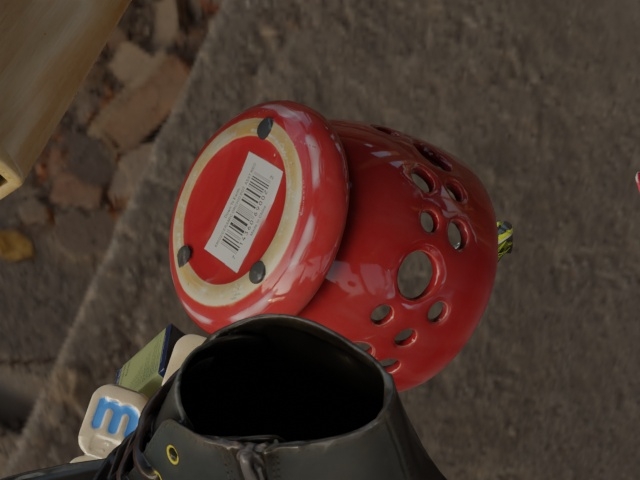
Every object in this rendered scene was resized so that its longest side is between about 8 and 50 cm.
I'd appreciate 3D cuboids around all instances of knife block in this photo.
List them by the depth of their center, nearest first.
[{"bbox_3d":[-0.180,-0.162,0.939,0.242,0.088,0.276,-48,23,-4],"label":"knife block"}]

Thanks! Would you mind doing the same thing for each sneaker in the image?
[{"bbox_3d":[-0.054,0.078,0.467,0.222,0.118,0.083,-4,39,26],"label":"sneaker"},{"bbox_3d":[0.155,0.015,1.390,0.083,0.035,0.031,-30,34,-13],"label":"sneaker"}]

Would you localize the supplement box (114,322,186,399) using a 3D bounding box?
[{"bbox_3d":[-0.159,0.144,1.422,0.056,0.083,0.083,41,22,-20],"label":"supplement box"}]

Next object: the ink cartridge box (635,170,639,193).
[{"bbox_3d":[0.326,0.011,0.942,0.231,0.078,0.134,11,55,-32],"label":"ink cartridge box"}]

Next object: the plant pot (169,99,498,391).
[{"bbox_3d":[0.000,0.000,1.012,0.174,0.191,0.191,21,46,-39],"label":"plant pot"}]

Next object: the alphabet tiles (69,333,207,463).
[{"bbox_3d":[-0.096,0.240,1.339,0.284,0.021,0.278,18,86,1],"label":"alphabet tiles"}]
